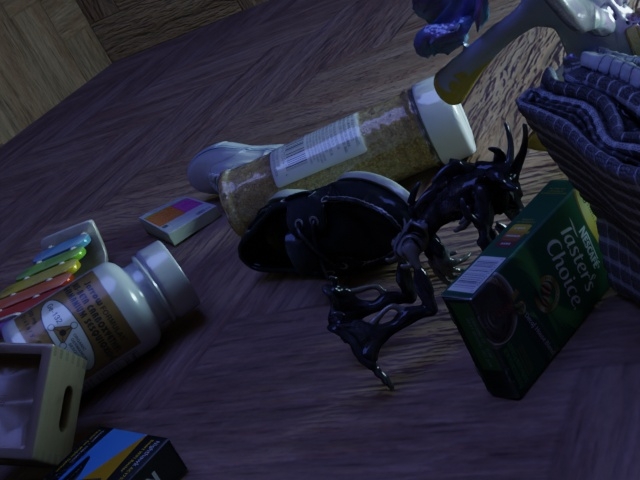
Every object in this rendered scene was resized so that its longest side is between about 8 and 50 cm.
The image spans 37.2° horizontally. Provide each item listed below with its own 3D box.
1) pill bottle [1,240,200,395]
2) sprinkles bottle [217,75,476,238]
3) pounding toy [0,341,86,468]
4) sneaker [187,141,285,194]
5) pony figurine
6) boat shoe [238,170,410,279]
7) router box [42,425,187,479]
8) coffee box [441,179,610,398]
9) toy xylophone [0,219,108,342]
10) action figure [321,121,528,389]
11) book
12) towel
[{"bbox_3d":[-0.278,0.103,1.227,0.229,0.131,0.131,-34,23,-13],"label":"pill bottle"},{"bbox_3d":[0.034,-0.111,1.340,0.355,0.121,0.121,-22,23,14],"label":"sprinkles bottle"},{"bbox_3d":[-0.388,0.214,1.082,0.206,0.094,0.181,0,70,15],"label":"pounding toy"},{"bbox_3d":[-0.144,-0.110,1.578,0.258,0.094,0.091,-4,28,43],"label":"sneaker"},{"bbox_3d":[0.251,-0.248,0.935,0.363,0.351,0.303,-20,29,55],"label":"pony figurine"},{"bbox_3d":[-0.002,-0.003,1.148,0.113,0.127,0.340,-40,24,-25],"label":"boat shoe"},{"bbox_3d":[-0.236,0.265,0.943,0.133,0.046,0.179,-4,33,45],"label":"router box"},{"bbox_3d":[0.194,0.038,0.852,0.184,0.113,0.040,-41,24,-31],"label":"coffee box"},{"bbox_3d":[-0.469,0.095,1.528,0.236,0.081,0.322,-24,23,12],"label":"toy xylophone"},{"bbox_3d":[0.129,0.014,0.951,0.275,0.141,0.164,-46,22,-1],"label":"action figure"},{"bbox_3d":[-0.239,-0.038,1.617,0.096,0.035,0.144,-33,23,-20],"label":"book"},{"bbox_3d":[0.280,-0.025,0.733,0.121,0.235,0.283,-41,21,3],"label":"towel"}]
